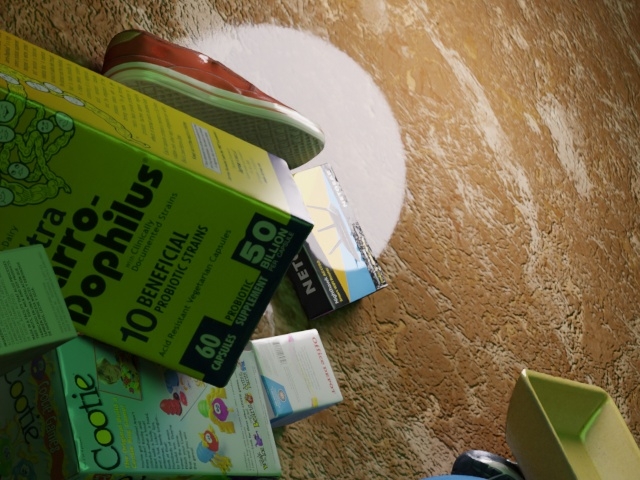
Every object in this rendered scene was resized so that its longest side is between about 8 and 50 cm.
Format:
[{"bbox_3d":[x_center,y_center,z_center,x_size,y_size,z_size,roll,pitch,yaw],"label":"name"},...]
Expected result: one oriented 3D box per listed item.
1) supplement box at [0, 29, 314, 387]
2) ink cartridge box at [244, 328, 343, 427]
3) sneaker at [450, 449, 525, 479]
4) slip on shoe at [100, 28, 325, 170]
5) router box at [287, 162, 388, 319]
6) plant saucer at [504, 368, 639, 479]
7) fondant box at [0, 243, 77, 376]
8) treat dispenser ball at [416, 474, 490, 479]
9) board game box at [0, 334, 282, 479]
[{"bbox_3d":[-0.217,-0.036,1.657,0.356,0.194,0.195,23,16,-18],"label":"supplement box"},{"bbox_3d":[-0.051,0.164,1.949,0.143,0.090,0.092,-5,71,-53],"label":"ink cartridge box"},{"bbox_3d":[0.254,0.337,2.223,0.283,0.110,0.122,42,28,-37],"label":"sneaker"},{"bbox_3d":[-0.125,-0.168,2.065,0.331,0.123,0.101,20,48,-37],"label":"slip on shoe"},{"bbox_3d":[0.000,0.000,2.160,0.133,0.046,0.179,-22,85,-54],"label":"router box"},{"bbox_3d":[0.360,0.340,2.191,0.332,0.081,0.333,17,43,-60],"label":"plant saucer"},{"bbox_3d":[-0.404,0.106,1.423,0.330,0.238,0.096,-11,77,-53],"label":"fondant box"},{"bbox_3d":[0.146,0.401,1.865,0.288,0.288,0.288,30,46,-37],"label":"treat dispenser ball"},{"bbox_3d":[-0.194,0.191,1.708,0.275,0.142,0.144,10,58,-48],"label":"board game box"}]
